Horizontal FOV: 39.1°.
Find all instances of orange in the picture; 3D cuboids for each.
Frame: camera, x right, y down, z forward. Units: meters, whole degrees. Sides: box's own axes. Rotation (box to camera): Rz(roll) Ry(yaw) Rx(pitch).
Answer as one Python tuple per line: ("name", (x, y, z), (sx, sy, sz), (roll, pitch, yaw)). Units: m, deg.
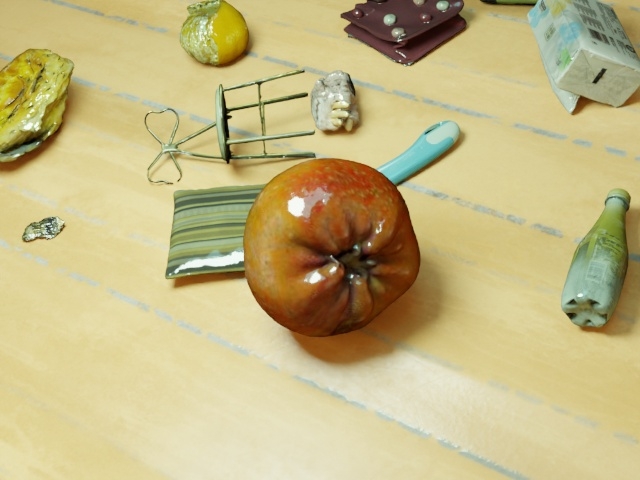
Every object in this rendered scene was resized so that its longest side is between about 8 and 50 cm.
("orange", (-0.231, -0.451, 1.939), (0.157, 0.134, 0.156), (-4, 32, 2))

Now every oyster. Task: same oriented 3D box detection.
("oyster", (-0.512, -0.025, 1.666), (0.083, 0.019, 0.054), (-9, 46, 2))

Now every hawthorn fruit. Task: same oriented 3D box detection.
("hawthorn fruit", (0.000, 0.000, 1.399), (0.277, 0.277, 0.298), (-29, 30, -17))

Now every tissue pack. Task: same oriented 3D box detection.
("tissue pack", (0.492, -0.355, 1.724), (0.159, 0.145, 0.229), (15, 43, -21))

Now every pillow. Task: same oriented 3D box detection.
("pillow", (-0.161, -0.021, 1.574), (0.208, 0.052, 0.212), (-5, 49, 2))

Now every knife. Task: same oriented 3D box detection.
("knife", (0.169, -0.152, 1.650), (0.222, 0.031, 0.064), (-35, 55, -17))

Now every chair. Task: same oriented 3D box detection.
("chair", (-0.176, -0.210, 1.668), (0.326, 0.170, 0.159), (-6, 77, -1))

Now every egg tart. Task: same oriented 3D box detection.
("egg tart", (-0.614, -0.260, 1.846), (0.297, 0.132, 0.297), (-15, 47, 17))

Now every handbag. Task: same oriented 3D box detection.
("handbag", (0.179, -0.480, 1.927), (0.203, 0.074, 0.216), (-33, 50, -20))

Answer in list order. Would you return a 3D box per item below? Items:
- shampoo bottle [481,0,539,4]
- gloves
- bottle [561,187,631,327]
("shampoo bottle", (0.408, -0.562, 1.941), (0.284, 0.101, 0.101), (6, 49, 16))
("gloves", (0.025, -0.269, 1.742), (0.094, 0.110, 0.144), (-5, 17, 17))
("bottle", (0.441, 0.018, 1.403), (0.083, 0.083, 0.269), (12, 47, 21))
